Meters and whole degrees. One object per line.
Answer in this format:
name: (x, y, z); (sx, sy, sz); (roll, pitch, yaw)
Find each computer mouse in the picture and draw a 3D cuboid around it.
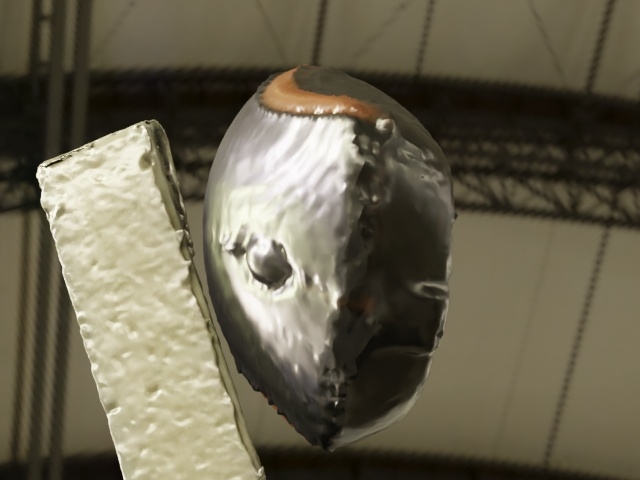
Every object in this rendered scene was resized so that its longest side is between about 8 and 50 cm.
computer mouse: (-0.005, 0.000, 1.080); (0.116, 0.323, 0.183); (4, -80, -8)

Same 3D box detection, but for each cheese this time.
cheese: (-0.080, 0.099, 1.084); (0.085, 0.400, 0.034); (-18, -34, -1)
